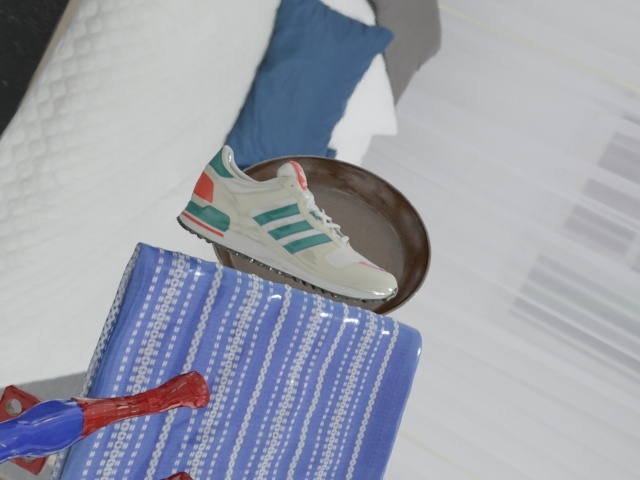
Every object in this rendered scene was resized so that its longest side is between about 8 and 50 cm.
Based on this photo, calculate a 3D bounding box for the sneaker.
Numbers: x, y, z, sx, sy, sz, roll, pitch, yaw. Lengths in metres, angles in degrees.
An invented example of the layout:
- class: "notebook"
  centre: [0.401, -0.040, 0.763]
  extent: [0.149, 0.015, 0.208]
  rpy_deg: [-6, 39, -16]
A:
- class: "sneaker"
  centre: [-0.015, -0.013, 0.459]
  extent: [0.057, 0.161, 0.075]
  rpy_deg: [15, 98, -84]

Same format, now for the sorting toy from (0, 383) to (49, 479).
- class: "sorting toy"
  centre: [-0.270, 0.202, 0.481]
  extent: [0.046, 0.133, 0.274]
  rpy_deg: [-12, 124, -81]

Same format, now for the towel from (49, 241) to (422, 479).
- class: "towel"
  centre: [-0.042, 0.159, 0.546]
  extent: [0.336, 0.040, 0.243]
  rpy_deg: [22, 84, -44]

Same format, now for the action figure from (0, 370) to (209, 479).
- class: "action figure"
  centre: [-0.159, 0.107, 0.242]
  extent: [0.281, 0.139, 0.091]
  rpy_deg: [-3, 84, -34]

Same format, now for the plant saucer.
- class: "plant saucer"
  centre: [0.000, 0.000, 0.934]
  extent: [0.310, 0.311, 0.050]
  rpy_deg: [-46, 160, -38]
